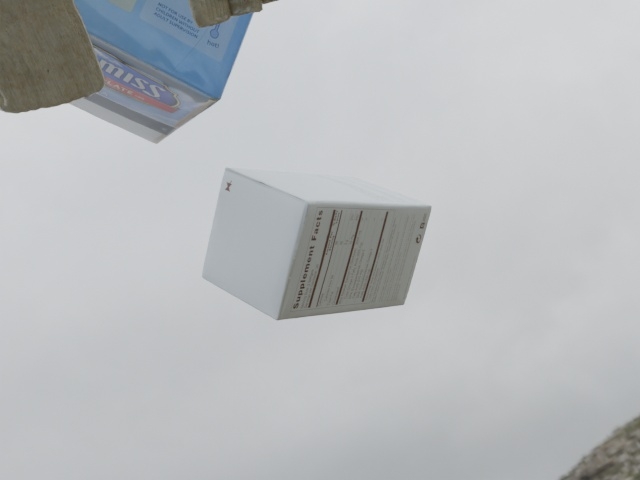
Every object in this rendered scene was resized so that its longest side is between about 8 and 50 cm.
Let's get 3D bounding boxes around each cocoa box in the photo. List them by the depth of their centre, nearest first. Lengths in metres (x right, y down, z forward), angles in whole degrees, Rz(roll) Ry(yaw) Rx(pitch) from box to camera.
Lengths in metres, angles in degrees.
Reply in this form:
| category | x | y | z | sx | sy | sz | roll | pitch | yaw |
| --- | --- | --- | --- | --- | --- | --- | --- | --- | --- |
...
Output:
| category | x | y | z | sx | sy | sz | roll | pitch | yaw |
| --- | --- | --- | --- | --- | --- | --- | --- | --- | --- |
| cocoa box | -0.247 | -0.285 | 0.771 | 0.347 | 0.231 | 0.228 | 25 | -15 | -23 |

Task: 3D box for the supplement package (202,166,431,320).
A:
| category | x | y | z | sx | sy | sz | roll | pitch | yaw |
| --- | --- | --- | --- | --- | --- | --- | --- | --- | --- |
| supplement package | 0.000 | 0.000 | 0.705 | 0.179 | 0.105 | 0.105 | 0 | -70 | -48 |

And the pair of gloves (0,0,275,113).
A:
| category | x | y | z | sx | sy | sz | roll | pitch | yaw |
| --- | --- | --- | --- | --- | --- | --- | --- | --- | --- |
| pair of gloves | -0.134 | -0.202 | 0.458 | 0.240 | 0.042 | 0.204 | -23 | -58 | 3 |
